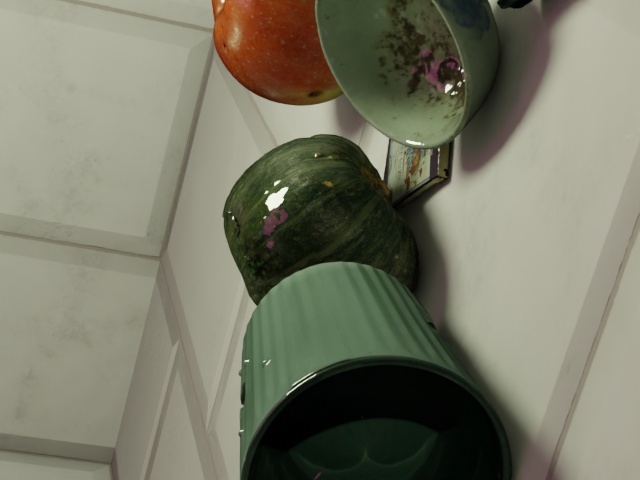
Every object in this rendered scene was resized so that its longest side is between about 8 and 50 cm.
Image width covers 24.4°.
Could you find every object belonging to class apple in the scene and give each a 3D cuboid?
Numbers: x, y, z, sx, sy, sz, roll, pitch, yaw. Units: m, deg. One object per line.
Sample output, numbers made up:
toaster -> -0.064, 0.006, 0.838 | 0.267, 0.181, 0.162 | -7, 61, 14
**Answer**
apple -> -0.043, -0.402, 2.523 | 0.348, 0.276, 0.349 | -171, 90, -73

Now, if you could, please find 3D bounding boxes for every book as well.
book -> 0.141, -0.138, 2.186 | 0.231, 0.026, 0.158 | 143, 135, -68

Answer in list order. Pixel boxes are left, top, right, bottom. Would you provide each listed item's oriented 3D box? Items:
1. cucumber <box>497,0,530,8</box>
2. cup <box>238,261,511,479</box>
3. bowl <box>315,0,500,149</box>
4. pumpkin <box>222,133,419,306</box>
cucumber -> 0.268, -0.347, 1.815 | 0.115, 0.062, 0.116 | 150, 135, -67
cup -> 0.033, 0.255, 1.842 | 0.392, 0.310, 0.401 | -108, 33, -68
bowl -> 0.140, -0.281, 1.981 | 0.289, 0.146, 0.289 | 36, 145, 31
pumpkin -> 0.000, 0.000, 2.163 | 0.257, 0.291, 0.328 | -33, 19, 9
